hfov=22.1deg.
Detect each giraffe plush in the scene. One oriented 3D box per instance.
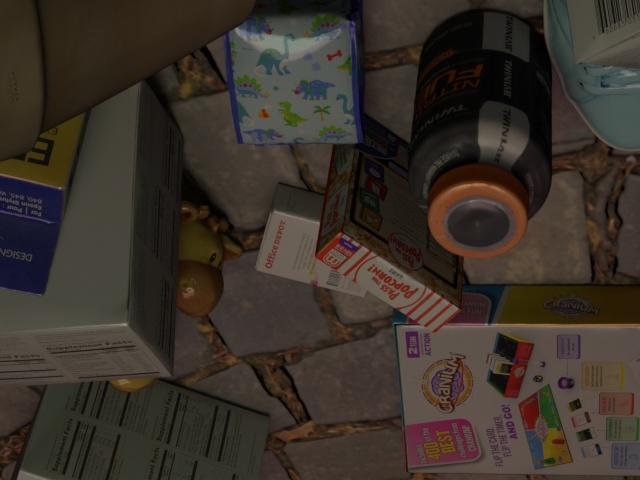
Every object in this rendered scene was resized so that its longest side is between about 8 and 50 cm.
[{"bbox_3d":[-0.171,0.038,1.728,0.170,0.181,0.210,-22,90,12],"label":"giraffe plush"}]

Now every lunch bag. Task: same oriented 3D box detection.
[{"bbox_3d":[-0.022,-0.160,1.561,0.128,0.096,0.151,0,120,7],"label":"lunch bag"}]

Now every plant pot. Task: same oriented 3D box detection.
[{"bbox_3d":[-0.213,-0.244,1.375,0.280,0.323,0.323,-16,134,-21],"label":"plant pot"}]

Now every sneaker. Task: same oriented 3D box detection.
[{"bbox_3d":[0.256,-0.206,1.447,0.135,0.150,0.366,-7,129,14],"label":"sneaker"}]

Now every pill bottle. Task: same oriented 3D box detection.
[{"bbox_3d":[0.147,-0.093,1.494,0.130,0.246,0.130,4,130,4],"label":"pill bottle"}]

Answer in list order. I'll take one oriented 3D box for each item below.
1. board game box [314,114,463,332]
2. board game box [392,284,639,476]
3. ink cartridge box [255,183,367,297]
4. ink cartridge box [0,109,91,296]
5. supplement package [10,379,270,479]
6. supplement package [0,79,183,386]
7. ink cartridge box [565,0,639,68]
[{"bbox_3d":[0.074,-0.021,1.599,0.146,0.193,0.045,33,126,-18],"label":"board game box"},{"bbox_3d":[0.245,0.157,1.811,0.316,0.064,0.242,0,130,8],"label":"board game box"},{"bbox_3d":[0.000,0.000,1.720,0.122,0.052,0.089,14,130,-5],"label":"ink cartridge box"},{"bbox_3d":[-0.365,-0.130,1.504,0.303,0.307,0.072,12,157,-3],"label":"ink cartridge box"},{"bbox_3d":[-0.224,0.293,1.901,0.262,0.198,0.199,20,130,-9],"label":"supplement package"},{"bbox_3d":[-0.253,-0.007,1.590,0.204,0.262,0.145,-5,155,11],"label":"supplement package"},{"bbox_3d":[0.334,-0.274,1.278,0.309,0.272,0.130,1,168,-34],"label":"ink cartridge box"}]
